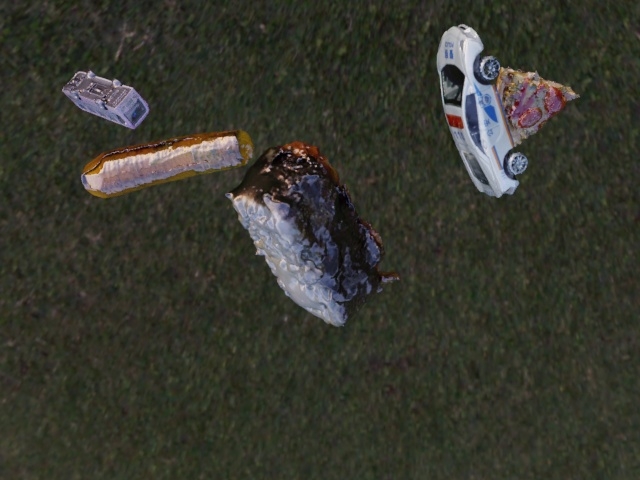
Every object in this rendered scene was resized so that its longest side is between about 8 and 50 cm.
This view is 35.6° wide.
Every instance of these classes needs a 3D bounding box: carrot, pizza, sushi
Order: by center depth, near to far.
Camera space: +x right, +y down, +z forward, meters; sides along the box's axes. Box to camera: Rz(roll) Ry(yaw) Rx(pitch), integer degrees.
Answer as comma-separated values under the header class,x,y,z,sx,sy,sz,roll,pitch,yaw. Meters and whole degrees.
class,x,y,z,sx,sy,sz,roll,pitch,yaw
pizza,0.247,-0.171,1.208,0.100,0.029,0.099,-41,117,21
carrot,-0.225,-0.114,1.463,0.260,0.070,0.070,-9,119,16
sushi,0.000,0.000,1.664,0.182,0.196,0.343,-42,128,-12

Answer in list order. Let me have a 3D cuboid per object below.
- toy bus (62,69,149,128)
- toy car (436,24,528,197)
class,x,y,z,sx,sy,sz,roll,pitch,yaw
toy bus,-0.250,-0.164,1.159,0.037,0.131,0.052,-52,134,-15
toy car,0.178,-0.146,1.147,0.056,0.095,0.204,-25,109,-11
